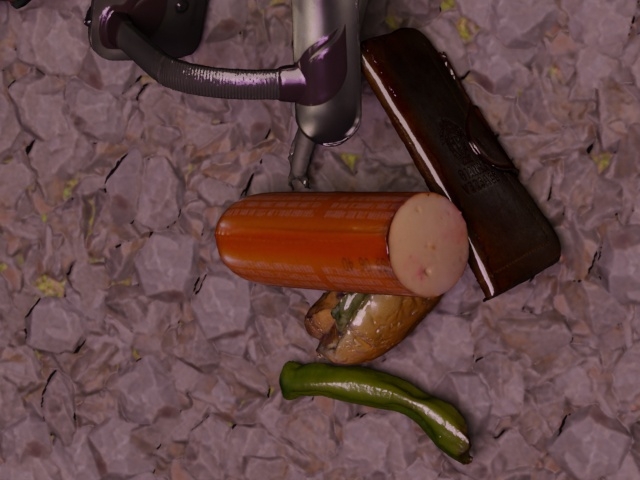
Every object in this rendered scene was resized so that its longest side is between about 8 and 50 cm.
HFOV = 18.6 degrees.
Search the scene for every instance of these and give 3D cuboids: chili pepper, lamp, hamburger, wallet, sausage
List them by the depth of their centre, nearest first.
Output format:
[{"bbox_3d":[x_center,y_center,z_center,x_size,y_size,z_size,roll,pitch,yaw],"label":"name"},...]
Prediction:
[{"bbox_3d":[-0.089,-0.217,1.737,0.283,0.124,0.203,30,120,43],"label":"lamp"},{"bbox_3d":[0.123,-0.076,1.742,0.031,0.137,0.255,-32,86,36],"label":"wallet"},{"bbox_3d":[0.000,0.000,1.763,0.312,0.093,0.093,2,101,54],"label":"sausage"},{"bbox_3d":[0.051,0.065,1.805,0.176,0.102,0.087,-41,96,19],"label":"hamburger"},{"bbox_3d":[0.057,0.152,1.843,0.201,0.050,0.052,18,146,19],"label":"chili pepper"}]

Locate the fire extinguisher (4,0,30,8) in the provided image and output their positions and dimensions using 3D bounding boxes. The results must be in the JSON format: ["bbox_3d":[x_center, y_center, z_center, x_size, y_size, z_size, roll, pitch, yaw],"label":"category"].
[{"bbox_3d":[-0.392,-0.303,1.900,0.311,0.095,0.114,31,115,12],"label":"fire extinguisher"}]

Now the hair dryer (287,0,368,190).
[{"bbox_3d":[0.003,-0.211,1.791,0.173,0.107,0.357,20,110,17],"label":"hair dryer"}]
